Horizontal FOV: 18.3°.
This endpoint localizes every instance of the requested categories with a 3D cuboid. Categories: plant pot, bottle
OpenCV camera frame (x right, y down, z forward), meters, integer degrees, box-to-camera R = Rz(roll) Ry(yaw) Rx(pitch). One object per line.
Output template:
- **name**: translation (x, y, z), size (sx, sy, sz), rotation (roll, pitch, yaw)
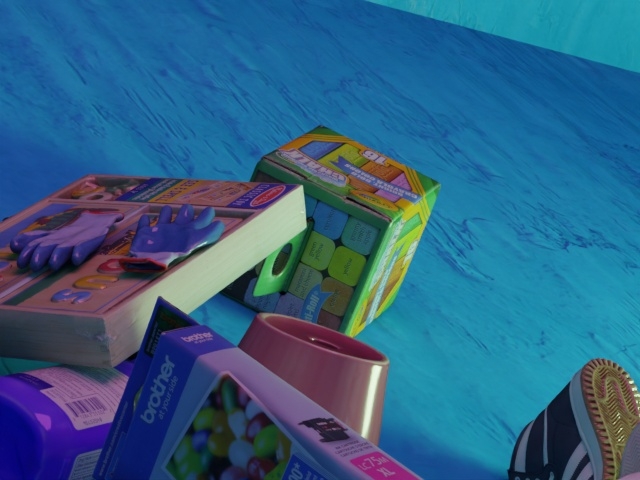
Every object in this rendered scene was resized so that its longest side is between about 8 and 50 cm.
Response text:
- **plant pot**: translation (-0.027, 0.170, 1.788), size (0.201, 0.180, 0.201), rotation (18, 7, -2)
- **bottle**: translation (-0.199, 0.161, 1.808), size (0.118, 0.092, 0.283), rotation (29, 19, 27)

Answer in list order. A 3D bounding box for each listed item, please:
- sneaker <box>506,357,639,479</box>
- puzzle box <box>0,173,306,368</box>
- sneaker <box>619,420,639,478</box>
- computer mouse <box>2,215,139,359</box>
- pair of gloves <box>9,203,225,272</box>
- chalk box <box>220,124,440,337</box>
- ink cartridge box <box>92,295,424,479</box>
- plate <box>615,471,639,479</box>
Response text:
- **sneaker**: translation (0.276, 0.278, 2.060), size (0.099, 0.153, 0.282), rotation (17, 50, -25)
- **puzzle box**: translation (-0.220, 0.019, 1.972), size (0.272, 0.052, 0.409), rotation (4, 20, 25)
- **sneaker**: translation (0.396, 0.315, 1.951), size (0.169, 0.108, 0.292), rotation (20, 48, -38)
- **computer mouse**: translation (-0.254, 0.037, 2.126), size (0.184, 0.060, 0.262), rotation (14, 21, -27)
- **pair of gloves**: translation (-0.198, -0.004, 1.917), size (0.198, 0.023, 0.159), rotation (2, 19, 17)
- **chalk box**: translation (0.000, 0.000, 2.334), size (0.179, 0.180, 0.289), rotation (26, 21, 10)
- **ink cartridge box**: translation (-0.062, 0.197, 1.540), size (0.311, 0.186, 0.065), rotation (35, 25, 31)
- **plate**: translation (0.262, 0.322, 1.784), size (0.278, 0.045, 0.277), rotation (-20, 38, -20)
